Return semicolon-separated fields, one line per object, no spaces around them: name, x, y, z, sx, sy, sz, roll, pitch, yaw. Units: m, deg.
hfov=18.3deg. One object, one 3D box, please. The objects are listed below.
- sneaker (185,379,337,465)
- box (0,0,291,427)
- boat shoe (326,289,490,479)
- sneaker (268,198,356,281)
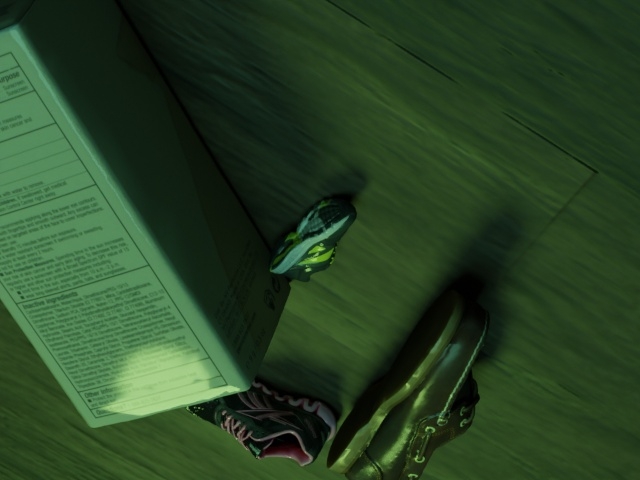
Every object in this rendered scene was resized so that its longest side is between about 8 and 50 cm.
sneaker;-0.050;0.138;1.502;0.119;0.057;0.047;14;132;9
box;-0.162;-0.033;1.363;0.148;0.121;0.311;-14;121;27
boat shoe;0.077;0.114;1.435;0.073;0.073;0.207;27;137;-6
sneaker;0.000;0.000;1.400;0.035;0.031;0.083;28;132;-31
